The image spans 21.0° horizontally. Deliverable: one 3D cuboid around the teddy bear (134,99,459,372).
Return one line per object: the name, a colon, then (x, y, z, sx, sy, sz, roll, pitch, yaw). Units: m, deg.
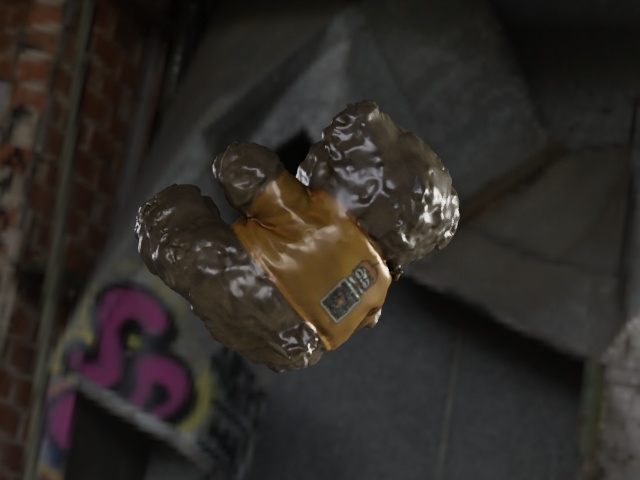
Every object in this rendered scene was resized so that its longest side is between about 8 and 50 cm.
teddy bear: (0.000, 0.000, 1.137, 0.177, 0.190, 0.140, 46, 2, -35)
